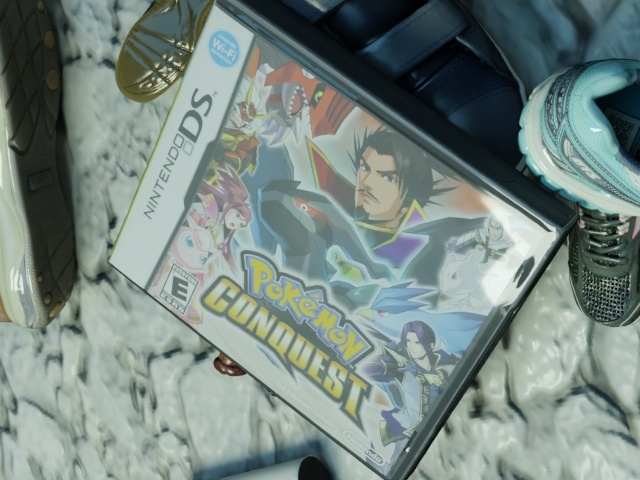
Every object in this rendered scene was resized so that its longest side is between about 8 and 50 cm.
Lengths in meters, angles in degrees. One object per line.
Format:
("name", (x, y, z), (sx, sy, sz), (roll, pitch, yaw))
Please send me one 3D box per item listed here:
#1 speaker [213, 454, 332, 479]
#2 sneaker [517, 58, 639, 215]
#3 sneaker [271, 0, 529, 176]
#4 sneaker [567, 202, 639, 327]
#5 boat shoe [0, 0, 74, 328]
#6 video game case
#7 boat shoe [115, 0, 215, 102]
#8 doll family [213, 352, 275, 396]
("speaker", (-0.056, 0.210, 1.129), (0.136, 0.055, 0.055), (-20, 87, 29))
("sneaker", (0.261, -0.037, 0.842), (0.283, 0.122, 0.110), (13, 84, -1))
("sneaker", (0.023, -0.161, 0.976), (0.126, 0.127, 0.321), (-39, 74, 4))
("sneaker", (0.190, -0.029, 0.953), (0.072, 0.077, 0.178), (4, 99, 28))
("boat shoe", (-0.281, -0.086, 1.162), (0.116, 0.123, 0.324), (-2, 94, 13))
("video game case", (0.000, 0.000, 0.968), (0.275, 0.035, 0.248), (37, 125, 13))
("boat shoe", (-0.106, -0.174, 1.109), (0.056, 0.049, 0.152), (36, 108, 0))
("doll family", (0.005, 0.082, 1.070), (0.193, 0.076, 0.111), (17, 100, 22))
